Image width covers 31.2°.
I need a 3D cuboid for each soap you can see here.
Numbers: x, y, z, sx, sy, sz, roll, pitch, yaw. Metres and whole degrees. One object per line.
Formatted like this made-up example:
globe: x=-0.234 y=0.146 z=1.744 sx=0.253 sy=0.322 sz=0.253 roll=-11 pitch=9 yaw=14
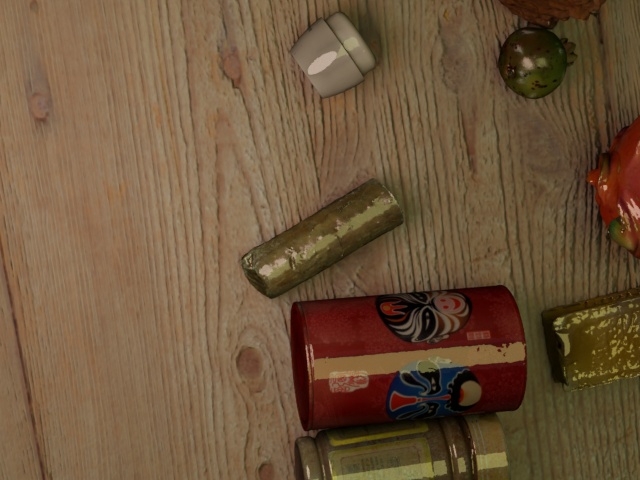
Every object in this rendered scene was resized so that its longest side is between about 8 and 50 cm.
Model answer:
soap: x=0.492 y=0.158 z=1.897 sx=0.233 sy=0.076 sz=0.135 roll=-13 pitch=100 yaw=-8

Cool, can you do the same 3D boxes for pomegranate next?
pomegranate: x=0.349 y=-0.287 z=1.813 sx=0.142 sy=0.114 sz=0.114 roll=-23 pitch=100 yaw=-31

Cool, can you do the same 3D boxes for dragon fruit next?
dragon fruit: x=0.549 y=-0.061 z=1.797 sx=0.291 sy=0.290 sz=0.189 roll=30 pitch=126 yaw=-11

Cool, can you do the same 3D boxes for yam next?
yam: x=0.000 y=0.000 z=1.792 sx=0.259 sy=0.093 sz=0.093 roll=-31 pitch=100 yaw=-4

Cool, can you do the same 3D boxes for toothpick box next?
toothpick box: x=0.130 y=0.180 z=1.778 sx=0.333 sy=0.204 sz=0.204 roll=-4 pitch=97 yaw=-8

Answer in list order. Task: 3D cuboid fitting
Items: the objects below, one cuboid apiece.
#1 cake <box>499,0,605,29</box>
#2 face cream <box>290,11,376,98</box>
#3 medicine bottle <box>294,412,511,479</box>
cake: x=0.330 y=-0.503 z=1.710 sx=0.282 sy=0.256 sz=0.290 roll=23 pitch=88 yaw=-9
face cream: x=0.020 y=-0.282 z=1.751 sx=0.104 sy=0.117 sz=0.117 roll=-36 pitch=101 yaw=5
medicine bottle: x=0.127 y=0.361 z=1.823 sx=0.323 sy=0.151 sz=0.151 roll=-6 pitch=97 yaw=-8
